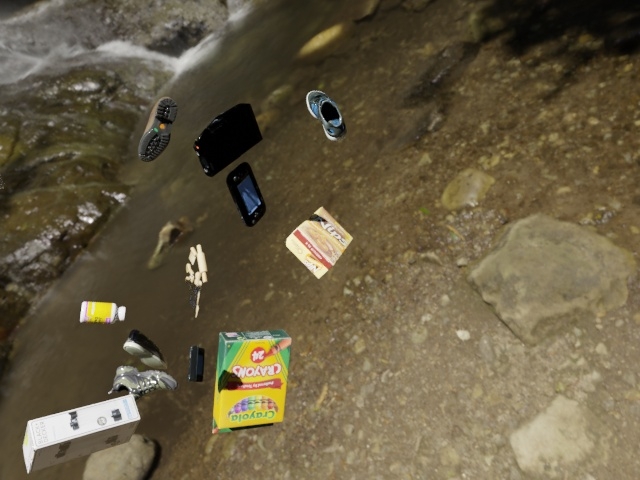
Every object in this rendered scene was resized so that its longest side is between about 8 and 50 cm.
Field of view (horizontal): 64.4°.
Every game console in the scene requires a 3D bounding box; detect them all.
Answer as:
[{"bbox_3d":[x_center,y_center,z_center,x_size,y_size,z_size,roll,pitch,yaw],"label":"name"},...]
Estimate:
[{"bbox_3d":[-0.236,-0.209,1.518,0.044,0.361,0.213,19,51,37],"label":"game console"},{"bbox_3d":[-0.428,0.437,1.801,0.071,0.107,0.122,-10,69,26],"label":"game console"}]

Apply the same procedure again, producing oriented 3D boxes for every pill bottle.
[{"bbox_3d":[-0.450,0.151,1.052,0.043,0.083,0.043,-173,90,-67],"label":"pill bottle"}]

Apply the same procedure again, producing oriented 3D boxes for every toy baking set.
[{"bbox_3d":[-0.461,0.148,1.905,0.197,0.030,0.256,-58,41,40],"label":"toy baking set"}]

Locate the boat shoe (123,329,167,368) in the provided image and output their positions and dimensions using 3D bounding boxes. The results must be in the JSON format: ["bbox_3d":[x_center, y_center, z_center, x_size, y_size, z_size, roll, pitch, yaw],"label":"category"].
[{"bbox_3d":[-0.612,0.395,1.817,0.081,0.228,0.069,-6,53,16],"label":"boat shoe"}]

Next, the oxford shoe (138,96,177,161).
[{"bbox_3d":[-0.538,-0.367,1.680,0.227,0.082,0.096,-60,34,10],"label":"oxford shoe"}]

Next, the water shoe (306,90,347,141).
[{"bbox_3d":[0.019,-0.356,1.369,0.073,0.080,0.203,-24,57,-8],"label":"water shoe"}]

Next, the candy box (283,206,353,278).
[{"bbox_3d":[0.000,0.000,1.896,0.087,0.183,0.316,-43,2,25],"label":"candy box"}]

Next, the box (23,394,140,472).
[{"bbox_3d":[-0.704,0.567,1.501,0.087,0.290,0.169,57,134,29],"label":"box"}]

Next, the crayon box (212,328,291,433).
[{"bbox_3d":[-0.204,0.431,1.506,0.081,0.202,0.319,-155,68,-63],"label":"crayon box"}]

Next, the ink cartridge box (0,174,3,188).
[{"bbox_3d":[-0.900,-0.194,1.167,0.168,0.171,0.232,25,33,38],"label":"ink cartridge box"}]

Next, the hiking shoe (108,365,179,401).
[{"bbox_3d":[-0.612,0.515,1.771,0.226,0.086,0.114,9,54,2],"label":"hiking shoe"}]
